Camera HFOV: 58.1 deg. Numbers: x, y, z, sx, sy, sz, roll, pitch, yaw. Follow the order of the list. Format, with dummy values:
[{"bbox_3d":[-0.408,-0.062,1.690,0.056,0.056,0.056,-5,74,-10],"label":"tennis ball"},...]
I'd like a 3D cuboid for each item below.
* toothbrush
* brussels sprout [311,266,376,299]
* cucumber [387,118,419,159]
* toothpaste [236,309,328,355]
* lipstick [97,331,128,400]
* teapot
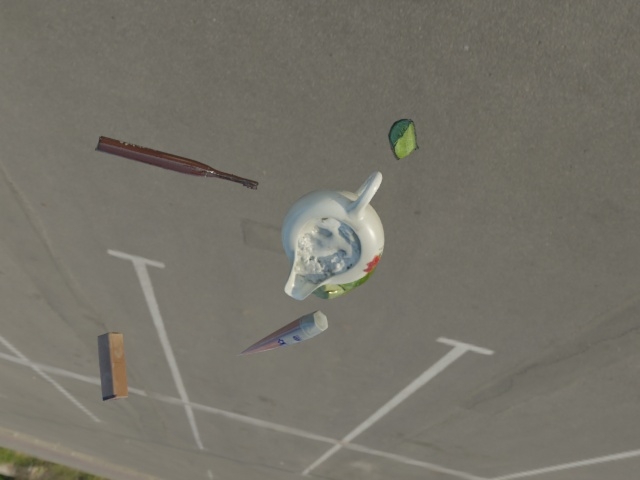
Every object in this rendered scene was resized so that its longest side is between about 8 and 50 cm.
[{"bbox_3d":[-0.312,-0.170,1.293,0.364,0.041,0.041,13,154,-22],"label":"toothbrush"},{"bbox_3d":[0.039,0.043,1.240,0.161,0.181,0.144,16,133,19],"label":"brussels sprout"},{"bbox_3d":[0.190,-0.229,1.353,0.046,0.070,0.220,39,-177,15],"label":"cucumber"},{"bbox_3d":[-0.071,0.183,1.086,0.194,0.043,0.067,-29,162,33],"label":"toothpaste"},{"bbox_3d":[-0.468,0.283,1.297,0.045,0.145,0.045,-19,161,23],"label":"lipstick"},{"bbox_3d":[0.022,-0.014,0.805,0.145,0.092,0.226,29,125,-6],"label":"teapot"}]
